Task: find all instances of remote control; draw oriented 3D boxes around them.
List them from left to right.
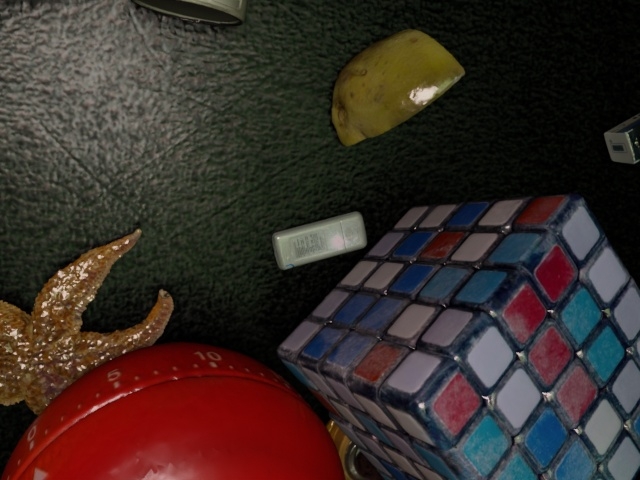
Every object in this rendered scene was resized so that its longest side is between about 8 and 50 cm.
[{"bbox_3d":[0.000,0.000,0.837,0.125,0.018,0.053,-16,104,-12],"label":"remote control"}]

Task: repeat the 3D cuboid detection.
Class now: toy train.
[{"bbox_3d":[0.516,-0.182,0.921,0.234,0.051,0.052,-29,108,-11],"label":"toy train"}]

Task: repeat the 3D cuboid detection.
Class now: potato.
[{"bbox_3d":[0.077,-0.184,0.763,0.149,0.120,0.081,-44,110,-4],"label":"potato"}]

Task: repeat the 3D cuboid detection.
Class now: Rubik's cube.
[{"bbox_3d":[0.180,0.146,0.743,0.287,0.293,0.292,-45,108,-20],"label":"Rubik's cube"}]

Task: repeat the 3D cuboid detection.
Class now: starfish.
[{"bbox_3d":[-0.333,0.118,0.751,0.303,0.060,0.299,9,102,-16],"label":"starfish"}]

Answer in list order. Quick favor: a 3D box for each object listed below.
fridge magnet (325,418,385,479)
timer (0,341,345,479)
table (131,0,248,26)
[{"bbox_3d":[0.068,0.283,0.892,0.143,0.063,0.143,-4,104,-17],"label":"fridge magnet"},{"bbox_3d":[-0.154,0.307,0.707,0.378,0.279,0.377,-10,115,-23],"label":"timer"},{"bbox_3d":[-0.123,-0.349,0.672,0.127,0.126,0.219,9,98,-17],"label":"table"}]
